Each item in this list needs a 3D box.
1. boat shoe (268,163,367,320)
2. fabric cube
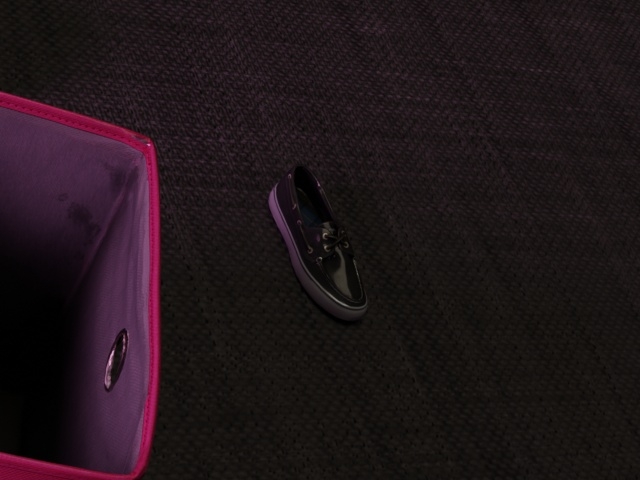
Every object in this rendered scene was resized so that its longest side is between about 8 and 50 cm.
[{"bbox_3d":[0.000,0.000,1.332,0.049,0.040,0.142,-5,52,-36],"label":"boat shoe"},{"bbox_3d":[-0.251,0.081,0.922,0.259,0.258,0.254,15,41,-18],"label":"fabric cube"}]
